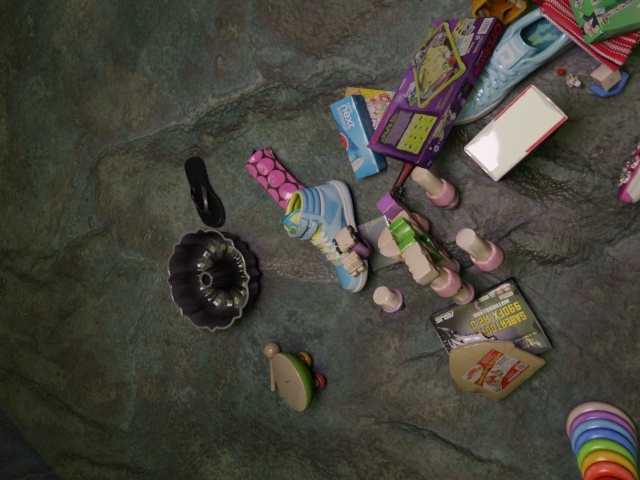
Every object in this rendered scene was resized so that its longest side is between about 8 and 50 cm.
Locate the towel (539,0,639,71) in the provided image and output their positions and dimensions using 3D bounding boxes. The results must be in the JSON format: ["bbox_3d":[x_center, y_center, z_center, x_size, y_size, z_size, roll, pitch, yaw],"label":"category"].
[{"bbox_3d":[0.580,-0.490,0.880,0.199,0.031,0.274,38,81,1],"label":"towel"}]

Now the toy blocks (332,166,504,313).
[{"bbox_3d":[0.253,0.039,1.081,0.309,0.260,0.288,-41,45,21],"label":"toy blocks"}]

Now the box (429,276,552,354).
[{"bbox_3d":[0.419,0.223,1.117,0.231,0.056,0.183,-31,81,26],"label":"box"}]

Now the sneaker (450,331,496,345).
[{"bbox_3d":[0.373,0.240,1.091,0.109,0.040,0.043,10,97,17],"label":"sneaker"}]

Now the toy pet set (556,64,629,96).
[{"bbox_3d":[0.608,-0.369,0.972,0.122,0.065,0.114,-43,42,21],"label":"toy pet set"}]

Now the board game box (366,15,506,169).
[{"bbox_3d":[0.258,-0.349,1.049,0.208,0.056,0.346,36,101,50],"label":"board game box"}]

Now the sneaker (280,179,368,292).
[{"bbox_3d":[0.000,0.000,1.206,0.127,0.208,0.318,-24,79,54],"label":"sneaker"}]

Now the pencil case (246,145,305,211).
[{"bbox_3d":[-0.128,-0.181,1.331,0.098,0.095,0.209,-43,78,2],"label":"pencil case"}]

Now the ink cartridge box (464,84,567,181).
[{"bbox_3d":[0.421,-0.220,0.969,0.172,0.237,0.100,-45,78,23],"label":"ink cartridge box"}]

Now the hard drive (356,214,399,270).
[{"bbox_3d":[0.167,0.007,1.238,0.094,0.022,0.135,-23,85,26],"label":"hard drive"}]

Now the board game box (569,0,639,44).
[{"bbox_3d":[0.618,-0.514,0.848,0.318,0.046,0.213,-17,85,-8],"label":"board game box"}]

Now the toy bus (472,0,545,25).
[{"bbox_3d":[0.396,-0.580,1.012,0.190,0.202,0.104,60,146,1],"label":"toy bus"}]

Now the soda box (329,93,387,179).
[{"bbox_3d":[0.103,-0.275,1.191,0.071,0.067,0.210,-16,99,33],"label":"soda box"}]

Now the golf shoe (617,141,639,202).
[{"bbox_3d":[0.727,-0.198,0.891,0.140,0.115,0.306,31,109,17],"label":"golf shoe"}]

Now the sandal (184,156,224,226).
[{"bbox_3d":[-0.398,-0.155,1.483,0.097,0.054,0.254,-28,83,26],"label":"sandal"}]

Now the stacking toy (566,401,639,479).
[{"bbox_3d":[0.585,0.457,0.906,0.141,0.330,0.141,3,97,26],"label":"stacking toy"}]

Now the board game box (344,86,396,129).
[{"bbox_3d":[0.136,-0.354,1.212,0.154,0.026,0.103,14,102,24],"label":"board game box"}]

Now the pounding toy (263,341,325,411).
[{"bbox_3d":[-0.068,0.403,1.369,0.237,0.110,0.182,9,113,55],"label":"pounding toy"}]

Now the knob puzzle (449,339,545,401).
[{"bbox_3d":[0.394,0.294,1.065,0.213,0.030,0.213,4,124,6],"label":"knob puzzle"}]

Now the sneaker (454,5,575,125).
[{"bbox_3d":[0.410,-0.406,1.000,0.366,0.150,0.135,-39,76,23],"label":"sneaker"}]

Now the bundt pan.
[{"bbox_3d":[-0.329,0.117,1.440,0.331,0.124,0.330,3,96,27],"label":"bundt pan"}]

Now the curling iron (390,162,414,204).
[{"bbox_3d":[0.245,-0.201,1.166,0.273,0.035,0.068,-63,32,14],"label":"curling iron"}]
